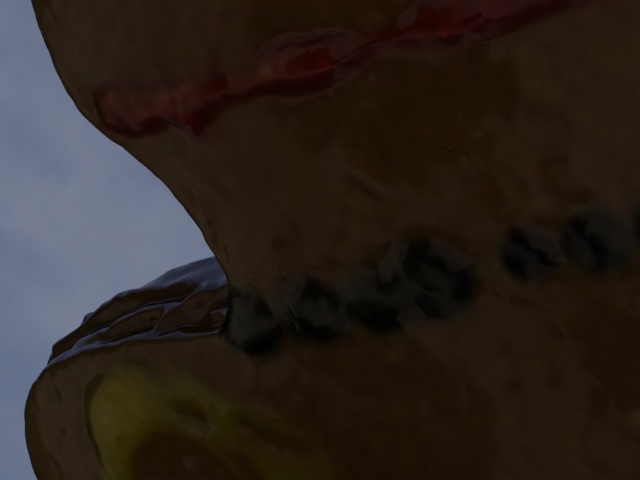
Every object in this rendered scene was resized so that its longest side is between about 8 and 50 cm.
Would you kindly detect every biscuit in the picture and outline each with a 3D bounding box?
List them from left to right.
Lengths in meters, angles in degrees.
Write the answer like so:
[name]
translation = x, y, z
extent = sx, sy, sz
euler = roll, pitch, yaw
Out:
[biscuit]
translation = -0.001, 0.001, 0.488
extent = 0.262, 0.052, 0.277
euler = -4, -65, 31
